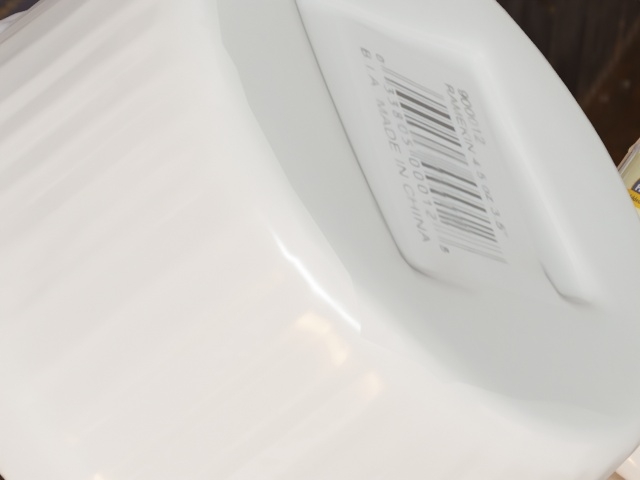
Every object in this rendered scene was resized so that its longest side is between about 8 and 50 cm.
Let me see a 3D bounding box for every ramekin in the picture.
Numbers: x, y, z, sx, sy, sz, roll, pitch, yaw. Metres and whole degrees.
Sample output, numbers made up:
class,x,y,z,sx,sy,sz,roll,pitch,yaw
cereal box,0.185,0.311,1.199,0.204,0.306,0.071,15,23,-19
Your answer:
class,x,y,z,sx,sy,sz,roll,pitch,yaw
ramekin,0.000,0.000,0.672,0.277,0.135,0.277,34,35,-28

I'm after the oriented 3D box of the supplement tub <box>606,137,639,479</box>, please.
class,x,y,z,sx,sy,sz,roll,pitch,yaw
supplement tub,0.308,0.051,1.543,0.235,0.235,0.325,32,83,28
